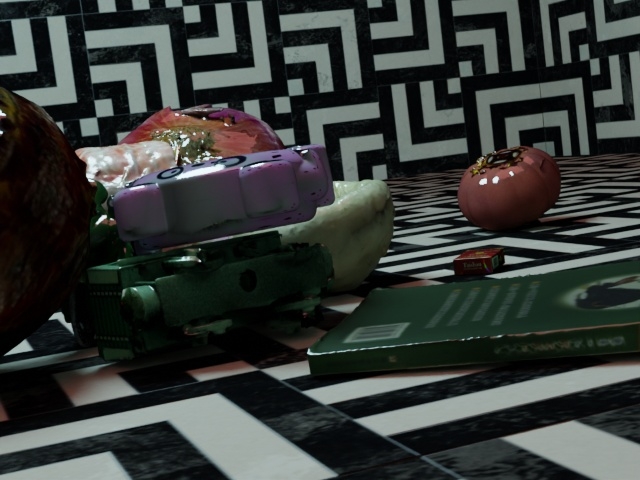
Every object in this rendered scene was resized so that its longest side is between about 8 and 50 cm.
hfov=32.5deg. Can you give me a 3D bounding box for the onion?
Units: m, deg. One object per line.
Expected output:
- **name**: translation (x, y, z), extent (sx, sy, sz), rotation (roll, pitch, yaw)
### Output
- **onion**: translation (-0.221, -0.081, 2.009), extent (0.348, 0.285, 0.347), rotation (-2, 48, 2)

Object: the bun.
- **bun**: translation (0.000, 0.000, 1.420), extent (0.231, 0.133, 0.231), rotation (-15, 11, 3)

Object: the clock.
- **clock**: translation (-0.104, -0.045, 1.182), extent (0.228, 0.090, 0.248), rotation (-11, 2, 7)

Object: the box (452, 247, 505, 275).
- **box**: translation (0.209, 0.028, 1.444), extent (0.052, 0.023, 0.082), rotation (-3, 7, 22)

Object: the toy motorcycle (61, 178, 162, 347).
- **toy motorcycle**: translation (-0.263, 0.018, 1.303), extent (0.125, 0.187, 0.274), rotation (-7, 4, 4)

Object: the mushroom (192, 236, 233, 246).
- **mushroom**: translation (-0.082, -0.038, 1.640), extent (0.236, 0.162, 0.173), rotation (-4, 12, -21)

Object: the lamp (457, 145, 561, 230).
- **lamp**: translation (0.325, -0.082, 1.880), extent (0.182, 0.140, 0.182), rotation (-20, 18, 6)

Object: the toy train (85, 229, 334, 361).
- **toy train**: translation (-0.107, 0.057, 1.135), extent (0.269, 0.115, 0.154), rotation (-13, 0, -44)

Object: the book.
- **book**: translation (0.198, 0.067, 1.002), extent (0.371, 0.043, 0.260), rotation (-6, 8, 17)

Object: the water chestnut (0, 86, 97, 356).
- **water chestnut**: translation (-0.398, -0.027, 1.067), extent (0.351, 0.302, 0.350), rotation (-14, 47, 15)

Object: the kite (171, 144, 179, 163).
- **kite**: translation (-0.368, -0.027, 1.844), extent (0.378, 0.013, 0.327), rotation (-38, 49, -8)

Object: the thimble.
- **thimble**: translation (-0.287, -0.028, 1.612), extent (0.162, 0.239, 0.239), rotation (-7, 5, -18)
